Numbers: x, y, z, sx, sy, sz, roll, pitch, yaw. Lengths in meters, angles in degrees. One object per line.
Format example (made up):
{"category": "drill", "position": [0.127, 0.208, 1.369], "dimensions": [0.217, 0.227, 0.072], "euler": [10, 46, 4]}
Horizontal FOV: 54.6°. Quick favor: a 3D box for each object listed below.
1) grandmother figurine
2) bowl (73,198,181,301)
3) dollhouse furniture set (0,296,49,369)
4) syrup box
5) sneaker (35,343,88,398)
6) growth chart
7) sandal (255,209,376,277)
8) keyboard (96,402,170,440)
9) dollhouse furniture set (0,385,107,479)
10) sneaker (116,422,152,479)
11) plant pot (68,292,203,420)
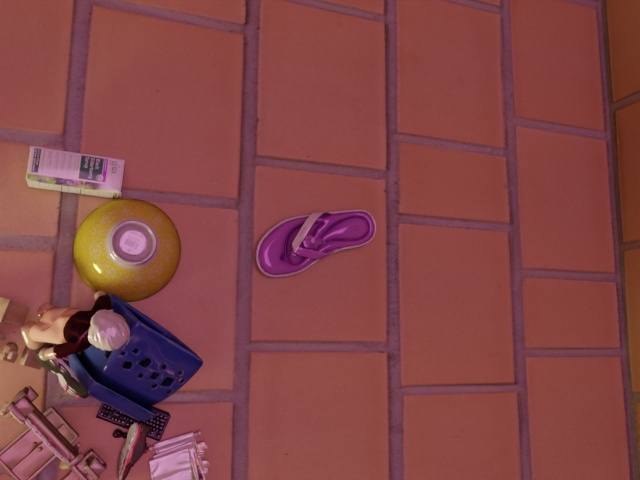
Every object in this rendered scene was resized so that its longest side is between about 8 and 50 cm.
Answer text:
{"category": "grandmother figurine", "position": [-0.568, 0.205, 1.468], "dimensions": [0.104, 0.342, 0.207], "euler": [47, 56, -38]}
{"category": "bowl", "position": [-0.507, 0.015, 1.658], "dimensions": [0.289, 0.156, 0.289], "euler": [4, 80, -21]}
{"category": "dollhouse furniture set", "position": [-0.784, 0.232, 1.580], "dimensions": [0.151, 0.123, 0.144], "euler": [36, 66, -51]}
{"category": "syrup box", "position": [-0.652, -0.180, 1.663], "dimensions": [0.237, 0.096, 0.093], "euler": [7, 79, -20]}
{"category": "sneaker", "position": [-0.642, 0.327, 1.601], "dimensions": [0.178, 0.072, 0.077], "euler": [57, 33, -20]}
{"category": "growth chart", "position": [-0.382, 0.645, 1.679], "dimensions": [0.172, 0.021, 0.237], "euler": [-3, 82, -23]}
{"category": "sandal", "position": [-0.006, -0.014, 1.895], "dimensions": [0.416, 0.102, 0.169], "euler": [-21, 90, -23]}
{"category": "keyboard", "position": [-0.503, 0.482, 1.656], "dimensions": [0.180, 0.023, 0.108], "euler": [27, 73, -15]}
{"category": "dollhouse furniture set", "position": [-0.642, 0.507, 1.415], "dimensions": [0.174, 0.355, 0.303], "euler": [-43, 99, -22]}
{"category": "sneaker", "position": [-0.484, 0.558, 1.624], "dimensions": [0.065, 0.061, 0.158], "euler": [20, 91, -32]}
{"category": "plant pot", "position": [-0.477, 0.301, 1.558], "dimensions": [0.236, 0.236, 0.212], "euler": [44, 75, -37]}
